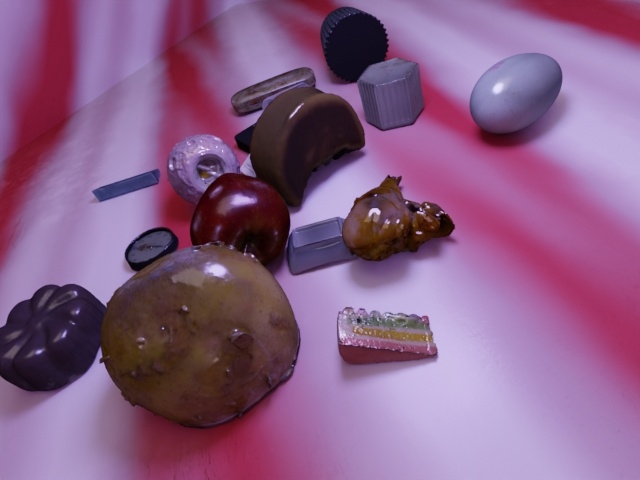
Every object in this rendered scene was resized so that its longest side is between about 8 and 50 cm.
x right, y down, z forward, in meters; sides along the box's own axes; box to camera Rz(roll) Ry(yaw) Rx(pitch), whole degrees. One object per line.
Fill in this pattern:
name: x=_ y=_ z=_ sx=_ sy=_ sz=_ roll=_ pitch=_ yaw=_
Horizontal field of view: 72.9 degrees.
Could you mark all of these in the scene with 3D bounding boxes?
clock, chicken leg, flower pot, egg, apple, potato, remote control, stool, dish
clock: x=-0.578 y=0.025 z=1.479 sx=0.184 sy=0.040 sz=0.184 roll=-11 pitch=43 yaw=10
chicken leg: x=0.227 y=-0.076 z=1.227 sx=0.295 sy=0.182 sz=0.409 roll=5 pitch=31 yaw=12
flower pot: x=0.271 y=-0.566 z=1.668 sx=0.209 sy=0.190 sz=0.239 roll=-30 pitch=43 yaw=-11
egg: x=0.644 y=-0.487 z=1.418 sx=0.371 sy=0.230 sz=0.230 roll=-35 pitch=44 yaw=-24
apple: x=-0.233 y=-0.053 z=1.265 sx=0.288 sy=0.288 sz=0.317 roll=-23 pitch=33 yaw=-4
potato: x=-0.298 y=0.191 z=1.006 sx=0.442 sy=0.319 sz=0.385 roll=-27 pitch=42 yaw=-5
remote control: x=-0.159 y=-0.661 z=2.012 sx=0.245 sy=0.077 sz=0.022 roll=-27 pitch=45 yaw=-8
stool: x=0.142 y=-0.953 z=2.059 sx=0.297 sy=0.297 sz=0.330 roll=-16 pitch=38 yaw=4
dish: x=0.000 y=0.000 z=1.262 sx=0.212 sy=0.077 sz=0.151 roll=-15 pitch=43 yaw=6

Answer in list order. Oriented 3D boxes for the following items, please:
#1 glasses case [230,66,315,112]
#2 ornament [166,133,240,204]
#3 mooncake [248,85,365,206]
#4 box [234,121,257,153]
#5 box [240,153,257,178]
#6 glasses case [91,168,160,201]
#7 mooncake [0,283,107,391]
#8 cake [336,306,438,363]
glasses case: x=-0.228 y=-0.727 z=2.090 sx=0.425 sy=0.098 sz=0.156 roll=-22 pitch=39 yaw=-2
ornament: x=-0.424 y=-0.252 z=1.560 sx=0.259 sy=0.259 sz=0.225 roll=-35 pitch=26 yaw=-17
mooncake: x=-0.043 y=-0.326 z=1.512 sx=0.394 sy=0.393 sz=0.246 roll=-1 pitch=24 yaw=-45
box: x=-0.185 y=-0.410 z=1.778 sx=0.211 sy=0.058 sz=0.350 roll=-37 pitch=45 yaw=-20
box: x=-0.225 y=-0.326 z=1.656 sx=0.109 sy=0.029 sz=0.198 roll=39 pitch=97 yaw=40
glasses case: x=-0.818 y=-0.236 z=1.845 sx=0.266 sy=0.056 sz=0.105 roll=-16 pitch=18 yaw=4
mooncake: x=-0.757 y=0.262 z=1.220 sx=0.306 sy=0.154 sz=0.306 roll=-9 pitch=45 yaw=9
cake: x=0.146 y=0.227 z=1.000 sx=0.225 sy=0.090 sz=0.109 roll=4 pitch=42 yaw=-1
